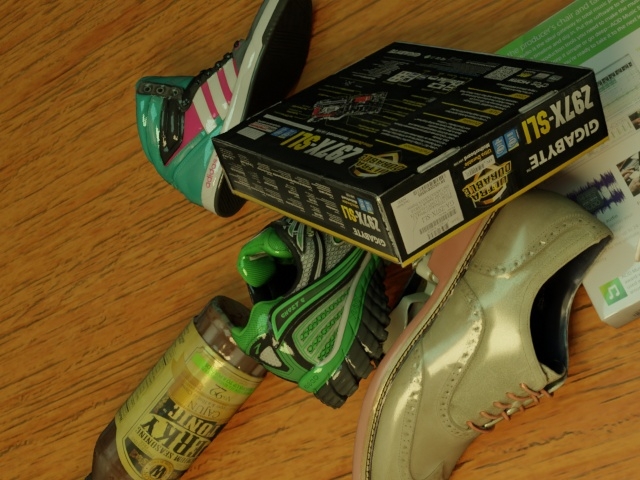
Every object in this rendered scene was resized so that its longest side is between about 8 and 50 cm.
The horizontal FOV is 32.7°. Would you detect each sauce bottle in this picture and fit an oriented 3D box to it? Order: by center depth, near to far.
[{"bbox_3d":[-0.187,0.224,1.273,0.344,0.111,0.111,-52,57,11],"label":"sauce bottle"}]

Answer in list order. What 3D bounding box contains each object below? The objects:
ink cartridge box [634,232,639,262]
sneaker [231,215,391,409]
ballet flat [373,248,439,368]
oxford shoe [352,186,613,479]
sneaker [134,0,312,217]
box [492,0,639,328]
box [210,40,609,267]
[{"bbox_3d":[0.395,-0.109,0.837,0.119,0.353,0.207,31,137,33],"label":"ink cartridge box"},{"bbox_3d":[0.000,0.000,1.136,0.134,0.146,0.344,-47,21,38],"label":"sneaker"},{"bbox_3d":[0.115,0.058,1.156,0.074,0.074,0.203,33,95,33],"label":"ballet flat"},{"bbox_3d":[0.149,0.133,1.053,0.146,0.140,0.397,28,105,32],"label":"oxford shoe"},{"bbox_3d":[-0.133,-0.193,1.351,0.178,0.124,0.296,22,90,24],"label":"sneaker"},{"bbox_3d":[0.319,-0.106,1.085,0.232,0.058,0.322,-31,64,21],"label":"box"},{"bbox_3d":[0.077,-0.102,1.076,0.257,0.079,0.322,-32,28,-22],"label":"box"}]
